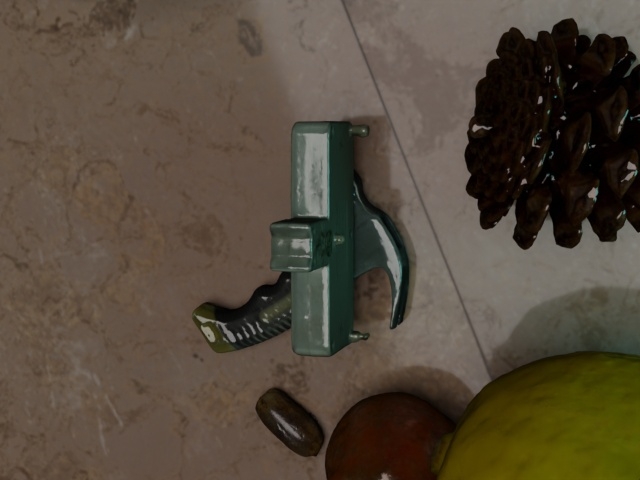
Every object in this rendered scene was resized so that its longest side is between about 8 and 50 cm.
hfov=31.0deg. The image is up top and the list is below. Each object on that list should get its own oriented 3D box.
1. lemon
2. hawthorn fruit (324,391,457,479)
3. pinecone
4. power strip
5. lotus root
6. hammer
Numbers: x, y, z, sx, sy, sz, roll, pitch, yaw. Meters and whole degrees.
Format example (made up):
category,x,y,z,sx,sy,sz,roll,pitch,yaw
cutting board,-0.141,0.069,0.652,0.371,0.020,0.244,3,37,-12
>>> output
category,x,y,z,sx,sy,sz,roll,pitch,yaw
lemon,0.248,0.253,0.956,0.348,0.348,0.348,2,98,16
hawthorn fruit,0.076,0.232,1.087,0.149,0.189,0.149,-2,120,-3
pinecone,0.220,-0.086,0.998,0.207,0.208,0.208,2,98,16
power strip,0.000,0.000,1.047,0.061,0.145,0.216,1,97,18
lotus root,-0.030,0.187,1.182,0.083,0.030,0.037,42,105,7
hammer,-0.020,0.048,1.156,0.226,0.041,0.159,-30,86,17
